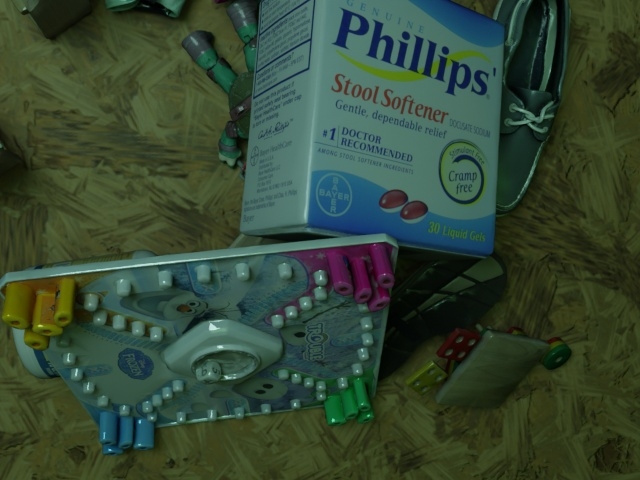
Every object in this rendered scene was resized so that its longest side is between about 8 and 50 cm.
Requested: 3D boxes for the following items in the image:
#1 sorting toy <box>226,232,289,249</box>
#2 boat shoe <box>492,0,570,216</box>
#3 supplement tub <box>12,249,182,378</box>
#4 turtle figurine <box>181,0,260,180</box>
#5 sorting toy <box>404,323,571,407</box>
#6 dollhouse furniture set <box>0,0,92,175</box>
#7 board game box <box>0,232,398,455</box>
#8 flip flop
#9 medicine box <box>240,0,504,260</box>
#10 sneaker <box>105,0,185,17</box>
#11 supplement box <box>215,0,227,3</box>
[{"bbox_3d":[0.000,0.000,0.877,0.208,0.038,0.193,-46,118,6],"label":"sorting toy"},{"bbox_3d":[0.262,-0.187,0.865,0.116,0.099,0.320,8,97,-8],"label":"boat shoe"},{"bbox_3d":[-0.268,0.090,0.822,0.199,0.144,0.145,-8,99,-5],"label":"supplement tub"},{"bbox_3d":[-0.072,-0.177,0.826,0.175,0.118,0.234,-30,95,-1],"label":"turtle figurine"},{"bbox_3d":[0.229,0.173,0.915,0.274,0.046,0.132,13,119,-35],"label":"sorting toy"},{"bbox_3d":[-0.457,-0.230,0.664,0.394,0.256,0.362,-37,101,-10],"label":"dollhouse furniture set"},{"bbox_3d":[-0.113,0.147,0.764,0.389,0.050,0.390,-6,143,-4],"label":"board game box"},{"bbox_3d":[0.132,0.098,0.910,0.277,0.080,0.112,-42,107,16],"label":"flip flop"},{"bbox_3d":[0.065,-0.133,0.753,0.263,0.149,0.290,8,83,-31],"label":"medicine box"},{"bbox_3d":[-0.264,-0.368,0.775,0.255,0.094,0.151,22,89,-12],"label":"sneaker"},{"bbox_3d":[-0.033,-0.375,0.764,0.219,0.114,0.111,-25,101,-24],"label":"supplement box"}]
